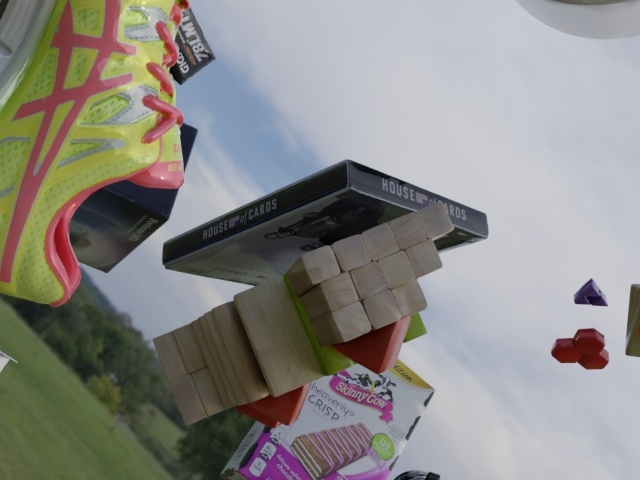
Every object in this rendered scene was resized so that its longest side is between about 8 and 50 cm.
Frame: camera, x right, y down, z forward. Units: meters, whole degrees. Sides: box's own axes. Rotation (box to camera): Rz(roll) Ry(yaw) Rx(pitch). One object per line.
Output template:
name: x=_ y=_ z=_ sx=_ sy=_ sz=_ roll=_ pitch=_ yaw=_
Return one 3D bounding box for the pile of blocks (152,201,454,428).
pile of blocks: x=-0.012 y=0.085 z=0.654 sx=0.362 sy=0.148 sz=0.113 roll=-29 pitch=-99 yaw=52

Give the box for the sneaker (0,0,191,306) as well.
sneaker: x=-0.086 y=-0.065 z=0.326 sx=0.094 sy=0.209 sz=0.081 roll=34 pitch=4 yaw=-6

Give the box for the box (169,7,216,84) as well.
box: x=-0.284 y=-0.377 z=1.020 sx=0.295 sy=0.073 sz=0.293 roll=40 pitch=-19 yaw=39

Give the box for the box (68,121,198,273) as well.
box: x=-0.396 y=-0.112 z=1.249 sx=0.294 sy=0.183 sz=0.296 roll=24 pitch=-30 yaw=-24

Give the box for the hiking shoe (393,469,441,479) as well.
hiking shoe: x=0.054 y=0.303 z=0.669 sx=0.086 sy=0.227 sz=0.114 roll=13 pitch=-18 yaw=11

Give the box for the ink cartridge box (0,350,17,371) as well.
ink cartridge box: x=-0.236 y=0.071 z=0.515 sx=0.083 sy=0.028 sz=0.048 roll=7 pitch=-29 yaw=49

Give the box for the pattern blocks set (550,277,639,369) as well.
pattern blocks set: x=0.498 y=0.113 z=1.059 sx=0.324 sy=0.026 sz=0.285 roll=11 pitch=-41 yaw=6

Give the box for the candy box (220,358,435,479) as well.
candy box: x=0.015 y=0.227 z=0.950 sx=0.159 sy=0.233 sz=0.071 roll=40 pitch=-31 yaw=-8

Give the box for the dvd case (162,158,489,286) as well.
dvd case: x=0.000 y=0.000 z=0.709 sx=0.179 sy=0.030 sz=0.238 roll=16 pitch=-25 yaw=-43

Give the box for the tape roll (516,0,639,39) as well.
tape roll: x=0.251 y=-0.308 z=0.681 sx=0.246 sy=0.246 sz=0.169 roll=42 pitch=18 yaw=15
